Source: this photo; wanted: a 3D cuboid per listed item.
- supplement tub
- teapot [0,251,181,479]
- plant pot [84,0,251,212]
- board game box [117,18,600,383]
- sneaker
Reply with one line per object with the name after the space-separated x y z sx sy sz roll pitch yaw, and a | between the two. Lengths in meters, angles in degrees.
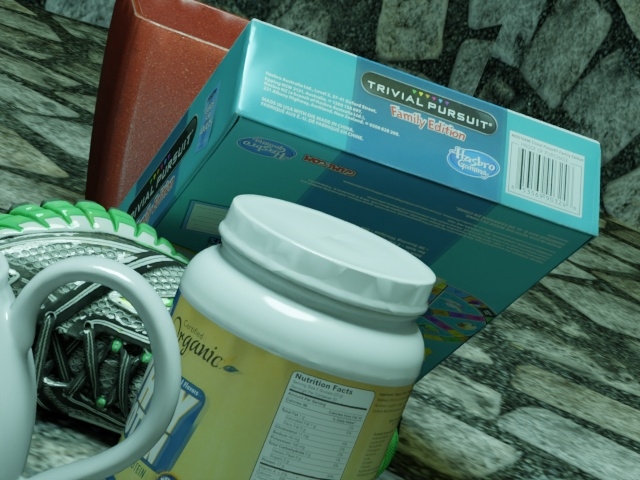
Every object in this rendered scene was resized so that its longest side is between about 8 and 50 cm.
-0.028 0.089 1.047 0.144 0.199 0.144 21 11 -4 | supplement tub
-0.240 0.039 0.920 0.256 0.187 0.252 12 15 -44 | teapot
-0.075 -0.051 1.543 0.267 0.235 0.267 20 11 -13 | plant pot
0.000 0.000 1.303 0.254 0.079 0.336 18 -32 -17 | board game box
-0.099 0.073 1.180 0.344 0.134 0.146 10 29 -19 | sneaker
